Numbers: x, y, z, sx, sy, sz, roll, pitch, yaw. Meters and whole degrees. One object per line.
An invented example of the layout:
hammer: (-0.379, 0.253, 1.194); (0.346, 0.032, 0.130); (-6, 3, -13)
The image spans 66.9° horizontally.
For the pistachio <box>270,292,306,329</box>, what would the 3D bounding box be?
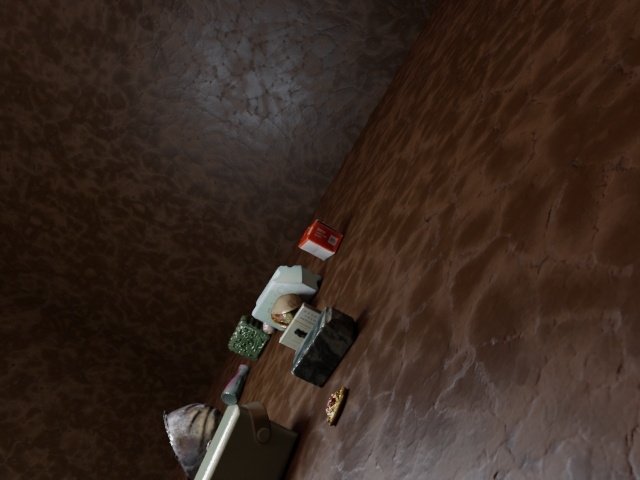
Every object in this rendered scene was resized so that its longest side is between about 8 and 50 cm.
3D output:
pistachio: (-0.115, 0.267, 1.789); (0.144, 0.144, 0.215); (-62, 8, -2)

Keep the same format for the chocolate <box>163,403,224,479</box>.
chocolate: (-0.449, 0.751, 1.865); (0.213, 0.303, 0.303); (-24, -2, -15)

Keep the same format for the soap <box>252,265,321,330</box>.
soap: (-0.138, 0.226, 1.941); (0.289, 0.172, 0.095); (-55, 12, 36)

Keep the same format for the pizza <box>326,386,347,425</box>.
pizza: (0.023, 0.348, 1.019); (0.078, 0.025, 0.083); (-44, 20, 59)

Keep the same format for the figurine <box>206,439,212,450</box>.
figurine: (-0.251, 0.611, 1.454); (0.237, 0.141, 0.163); (-49, 20, 57)

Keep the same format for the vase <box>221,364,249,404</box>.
vase: (-0.415, 0.711, 2.412); (0.086, 0.086, 0.214); (-57, 5, 32)

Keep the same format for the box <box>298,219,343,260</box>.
box: (0.000, 0.000, 1.975); (0.099, 0.133, 0.182); (-63, 6, -17)

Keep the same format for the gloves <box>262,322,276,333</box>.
gloves: (-0.233, 0.377, 2.334); (0.110, 0.094, 0.144); (21, -106, -74)

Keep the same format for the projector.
projector: (-0.175, 0.517, 1.166); (0.163, 0.177, 0.243); (-43, 22, 61)

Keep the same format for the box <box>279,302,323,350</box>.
box: (-0.052, 0.276, 1.513); (0.167, 0.090, 0.024); (-57, 10, 26)

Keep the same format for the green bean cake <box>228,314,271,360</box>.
green bean cake: (-0.351, 0.487, 2.405); (0.181, 0.173, 0.094); (-59, 10, 10)

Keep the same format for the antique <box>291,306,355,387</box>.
antique: (0.011, 0.257, 1.191); (0.183, 0.088, 0.086); (-58, 9, 21)
